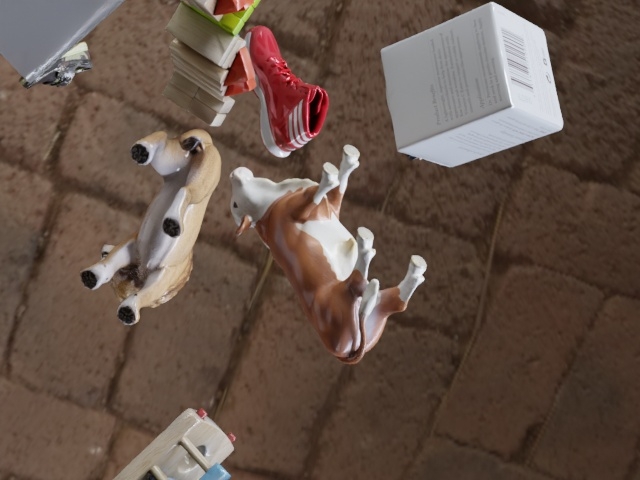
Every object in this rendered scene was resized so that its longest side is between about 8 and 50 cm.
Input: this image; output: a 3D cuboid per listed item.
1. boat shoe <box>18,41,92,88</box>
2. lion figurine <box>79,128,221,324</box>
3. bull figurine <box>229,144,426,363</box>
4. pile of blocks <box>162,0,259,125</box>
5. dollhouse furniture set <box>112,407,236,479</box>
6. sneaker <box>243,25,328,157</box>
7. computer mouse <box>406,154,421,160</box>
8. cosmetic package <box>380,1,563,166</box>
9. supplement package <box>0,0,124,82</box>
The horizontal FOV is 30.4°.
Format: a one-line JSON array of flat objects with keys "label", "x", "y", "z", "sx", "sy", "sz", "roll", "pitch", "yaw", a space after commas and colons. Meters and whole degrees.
[{"label": "boat shoe", "x": -0.396, "y": -0.259, "z": 1.792, "sx": 0.056, "sy": 0.152, "sz": 0.049, "roll": -22, "pitch": 105, "yaw": 38}, {"label": "lion figurine", "x": -0.215, "y": -0.034, "z": 1.668, "sx": 0.142, "sy": 0.240, "sz": 0.392, "roll": 39, "pitch": 122, "yaw": 2}, {"label": "bull figurine", "x": 0.000, "y": 0.000, "z": 1.472, "sx": 0.310, "sy": 0.101, "sz": 0.188, "roll": 57, "pitch": 131, "yaw": 24}, {"label": "pile of blocks", "x": -0.115, "y": -0.266, "z": 1.503, "sx": 0.112, "sy": 0.362, "sz": 0.149, "roll": 34, "pitch": 67, "yaw": 8}, {"label": "dollhouse furniture set", "x": -0.082, "y": 0.161, "z": 0.609, "sx": 0.129, "sy": 0.184, "sz": 0.129, "roll": -44, "pitch": 62, "yaw": -8}, {"label": "sneaker", "x": -0.045, "y": -0.255, "z": 1.890, "sx": 0.128, "sy": 0.087, "sz": 0.221, "roll": -20, "pitch": 82, "yaw": 41}, {"label": "computer mouse", "x": 0.170, "y": -0.172, "z": 1.882, "sx": 0.106, "sy": 0.193, "sz": 0.042, "roll": -37, "pitch": 85, "yaw": 9}, {"label": "cosmetic package", "x": 0.204, "y": -0.205, "z": 1.599, "sx": 0.183, "sy": 0.151, "sz": 0.151, "roll": -18, "pitch": 73, "yaw": 35}, {"label": "supplement package", "x": -0.362, "y": -0.386, "z": 1.613, "sx": 0.261, "sy": 0.145, "sz": 0.204, "roll": -33, "pitch": 109, "yaw": 28}]
